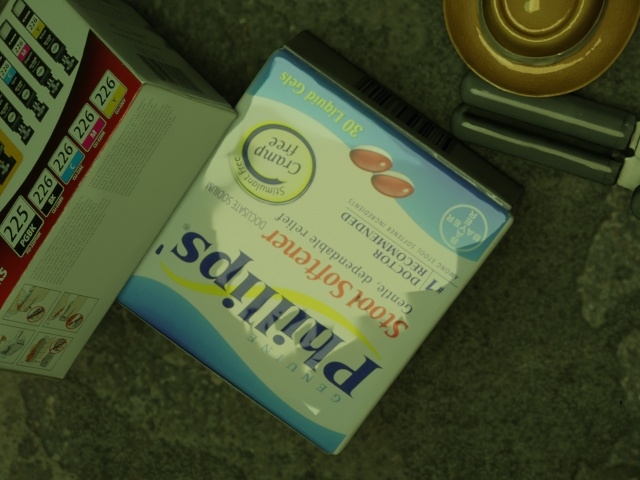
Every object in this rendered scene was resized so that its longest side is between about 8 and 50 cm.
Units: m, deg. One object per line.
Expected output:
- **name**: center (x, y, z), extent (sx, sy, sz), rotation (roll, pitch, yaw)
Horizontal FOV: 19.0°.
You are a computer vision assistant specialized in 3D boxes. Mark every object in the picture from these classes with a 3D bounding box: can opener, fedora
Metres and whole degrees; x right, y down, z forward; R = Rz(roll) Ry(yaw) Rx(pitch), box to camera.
- **can opener**: center (0.254, -0.077, 1.736), extent (0.283, 0.095, 0.076), rotation (17, 123, 6)
- **fedora**: center (0.200, -0.227, 1.707), extent (0.194, 0.079, 0.194), rotation (0, 87, 4)

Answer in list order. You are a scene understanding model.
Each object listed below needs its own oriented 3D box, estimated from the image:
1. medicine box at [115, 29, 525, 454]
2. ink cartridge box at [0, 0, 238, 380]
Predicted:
- **medicine box**: center (0.000, 0.000, 1.774), extent (0.263, 0.149, 0.289), rotation (36, 105, 1)
- **ink cartridge box**: center (-0.267, -0.078, 1.749), extent (0.272, 0.130, 0.309), rotation (45, 109, 36)
